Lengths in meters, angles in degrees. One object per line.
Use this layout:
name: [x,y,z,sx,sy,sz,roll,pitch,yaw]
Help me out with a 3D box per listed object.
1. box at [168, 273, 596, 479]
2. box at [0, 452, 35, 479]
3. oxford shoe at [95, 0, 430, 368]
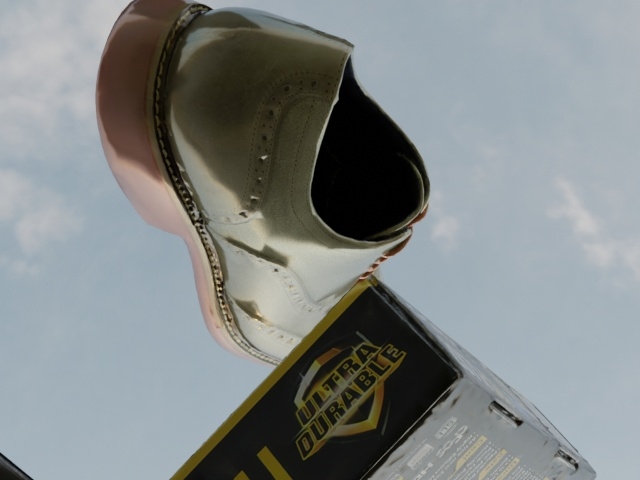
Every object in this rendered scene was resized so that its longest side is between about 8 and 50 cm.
box: [-0.012,0.194,0.589,0.322,0.257,0.079,-47,-123,4]
box: [-0.156,0.208,0.279,0.242,0.076,0.307,39,-123,3]
oxford shoe: [0.000,0.000,0.695,0.147,0.397,0.140,8,-112,21]
